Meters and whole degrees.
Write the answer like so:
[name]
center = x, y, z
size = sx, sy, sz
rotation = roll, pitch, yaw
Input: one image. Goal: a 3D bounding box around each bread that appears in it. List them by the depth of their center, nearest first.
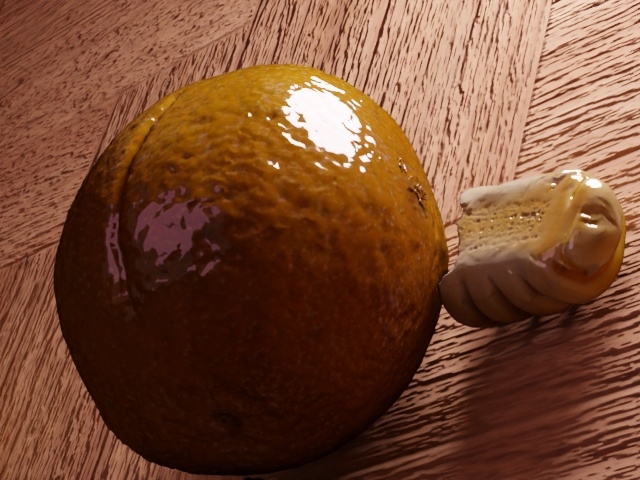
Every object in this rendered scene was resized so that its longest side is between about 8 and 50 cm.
[bread]
center = 0.166, 0.009, 1.453
size = 0.177, 0.084, 0.119
rotation = -12, 47, 48

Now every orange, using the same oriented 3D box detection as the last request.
[orange]
center = -0.055, 0.017, 1.524
size = 0.322, 0.322, 0.357
rotation = -30, 28, 32

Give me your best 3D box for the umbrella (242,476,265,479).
[umbrella]
center = -0.032, 0.311, 1.355
size = 0.118, 0.118, 0.340
rotation = -38, 34, 19
